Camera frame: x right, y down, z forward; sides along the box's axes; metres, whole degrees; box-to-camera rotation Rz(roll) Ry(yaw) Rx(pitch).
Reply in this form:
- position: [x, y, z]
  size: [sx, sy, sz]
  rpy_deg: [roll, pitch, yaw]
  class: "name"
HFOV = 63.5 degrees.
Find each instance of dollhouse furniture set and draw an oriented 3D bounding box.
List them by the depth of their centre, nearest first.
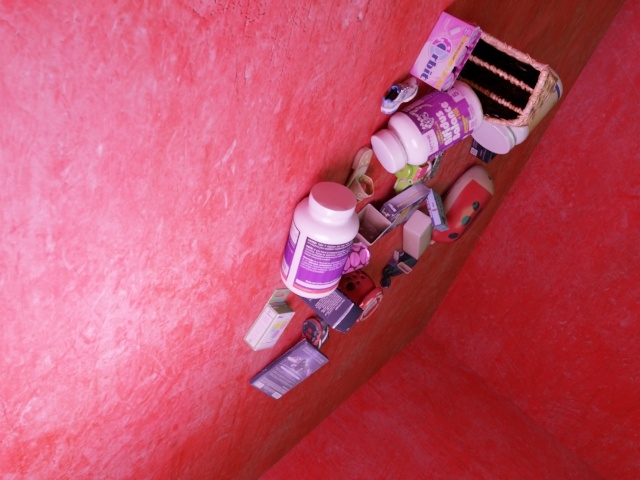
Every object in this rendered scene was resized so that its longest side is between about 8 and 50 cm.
- position: [0.382, 0.085, 2.368]
  size: [0.091, 0.114, 0.081]
  rpy_deg: [-37, 149, -25]
  class: "dollhouse furniture set"

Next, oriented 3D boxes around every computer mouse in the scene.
- position: [0.430, -0.320, 1.947]
  size: [0.106, 0.042, 0.192]
  rpy_deg: [-28, 143, -51]
  class: "computer mouse"
- position: [0.405, 0.121, 2.513]
  size: [0.272, 0.072, 0.188]
  rpy_deg: [-41, 154, -21]
  class: "computer mouse"

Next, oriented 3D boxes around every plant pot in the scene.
- position: [0.166, -0.042, 1.802]
  size: [0.109, 0.109, 0.096]
  rpy_deg: [-44, 170, -15]
  class: "plant pot"
- position: [0.137, 0.214, 2.038]
  size: [0.191, 0.174, 0.191]
  rpy_deg: [-41, 158, -21]
  class: "plant pot"

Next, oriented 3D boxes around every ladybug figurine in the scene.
- position: [0.675, -0.153, 2.485]
  size: [0.449, 0.162, 0.305]
  rpy_deg: [-54, 157, 8]
  class: "ladybug figurine"

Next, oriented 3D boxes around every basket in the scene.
- position: [0.510, -0.470, 1.539]
  size: [0.223, 0.299, 0.213]
  rpy_deg: [-13, 138, -59]
  class: "basket"

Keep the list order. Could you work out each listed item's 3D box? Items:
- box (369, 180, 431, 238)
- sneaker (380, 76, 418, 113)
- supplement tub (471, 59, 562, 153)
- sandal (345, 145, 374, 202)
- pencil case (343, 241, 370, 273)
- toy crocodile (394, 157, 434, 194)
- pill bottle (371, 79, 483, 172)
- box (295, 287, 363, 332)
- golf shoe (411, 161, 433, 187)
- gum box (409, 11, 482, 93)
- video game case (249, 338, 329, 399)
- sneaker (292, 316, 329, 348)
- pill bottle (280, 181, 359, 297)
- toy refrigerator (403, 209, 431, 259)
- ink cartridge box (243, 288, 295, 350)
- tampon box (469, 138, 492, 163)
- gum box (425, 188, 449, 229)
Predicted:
- position: [0.278, -0.102, 1.872]
  size: [0.183, 0.056, 0.231]
  rpy_deg: [-31, 167, -23]
  class: "box"
- position: [0.219, -0.406, 1.416]
  size: [0.135, 0.052, 0.058]
  rpy_deg: [-46, 152, -13]
  class: "sneaker"
- position: [0.739, -0.511, 1.984]
  size: [0.316, 0.228, 0.228]
  rpy_deg: [-49, 157, -6]
  class: "supplement tub"
- position: [0.127, -0.166, 1.566]
  size: [0.088, 0.079, 0.240]
  rpy_deg: [-33, 151, -36]
  class: "sandal"
- position: [0.087, 0.062, 1.821]
  size: [0.209, 0.095, 0.098]
  rpy_deg: [-19, 134, -49]
  class: "pencil case"
- position: [0.340, -0.293, 1.736]
  size: [0.115, 0.105, 0.340]
  rpy_deg: [-24, 146, -47]
  class: "toy crocodile"
- position: [0.305, -0.325, 1.507]
  size: [0.302, 0.169, 0.169]
  rpy_deg: [-32, 154, -7]
  class: "pill bottle"
- position: [0.027, 0.206, 1.773]
  size: [0.108, 0.207, 0.153]
  rpy_deg: [-50, 157, -1]
  class: "box"
- position: [0.357, -0.233, 1.903]
  size: [0.086, 0.067, 0.186]
  rpy_deg: [-34, 152, -31]
  class: "golf shoe"
- position: [0.342, -0.514, 1.406]
  size: [0.062, 0.107, 0.188]
  rpy_deg: [-12, 135, -56]
  class: "gum box"
- position: [-0.119, 0.511, 2.035]
  size: [0.274, 0.026, 0.196]
  rpy_deg: [-38, 136, 2]
  class: "video game case"
- position: [-0.034, 0.413, 2.109]
  size: [0.135, 0.098, 0.276]
  rpy_deg: [-20, 141, -47]
  class: "sneaker"
- position: [0.000, 0.000, 1.450]
  size: [0.182, 0.181, 0.322]
  rpy_deg: [-30, 150, -40]
  class: "pill bottle"
- position: [0.431, -0.024, 2.326]
  size: [0.102, 0.094, 0.269]
  rpy_deg: [-50, 159, -13]
  class: "toy refrigerator"
- position: [-0.154, 0.260, 1.708]
  size: [0.209, 0.062, 0.109]
  rpy_deg: [-57, 156, 13]
  class: "ink cartridge box"
- position: [0.750, -0.442, 2.268]
  size: [0.161, 0.101, 0.120]
  rpy_deg: [-45, 157, -17]
  class: "tampon box"
- position: [0.497, -0.128, 2.218]
  size: [0.041, 0.156, 0.184]
  rpy_deg: [-17, 167, 22]
  class: "gum box"
